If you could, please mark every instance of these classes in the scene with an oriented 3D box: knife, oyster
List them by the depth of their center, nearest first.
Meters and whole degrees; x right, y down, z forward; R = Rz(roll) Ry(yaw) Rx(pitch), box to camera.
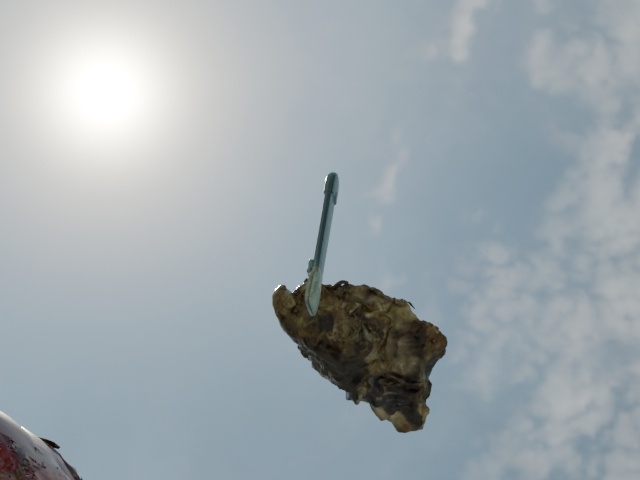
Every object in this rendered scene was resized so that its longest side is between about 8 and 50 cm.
[{"bbox_3d":[0.000,0.000,0.928,0.010,0.027,0.096,4,-118,12],"label":"knife"},{"bbox_3d":[0.023,0.082,1.165,0.148,0.051,0.103,25,-65,25],"label":"oyster"}]

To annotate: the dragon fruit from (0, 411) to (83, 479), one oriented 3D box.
[{"bbox_3d":[-0.289,0.233,1.005,0.296,0.302,0.295,-21,-121,39],"label":"dragon fruit"}]
